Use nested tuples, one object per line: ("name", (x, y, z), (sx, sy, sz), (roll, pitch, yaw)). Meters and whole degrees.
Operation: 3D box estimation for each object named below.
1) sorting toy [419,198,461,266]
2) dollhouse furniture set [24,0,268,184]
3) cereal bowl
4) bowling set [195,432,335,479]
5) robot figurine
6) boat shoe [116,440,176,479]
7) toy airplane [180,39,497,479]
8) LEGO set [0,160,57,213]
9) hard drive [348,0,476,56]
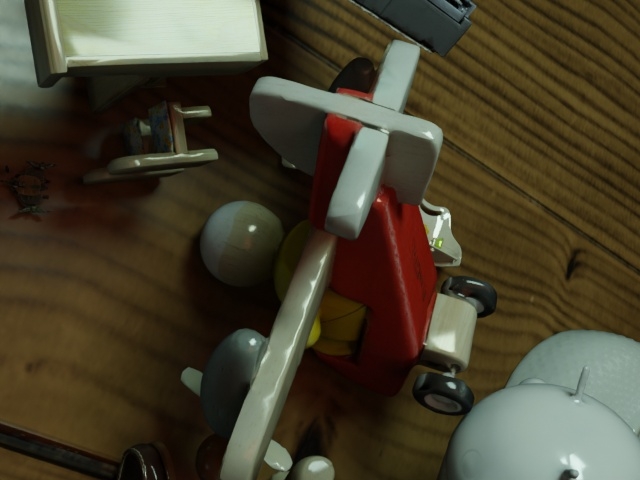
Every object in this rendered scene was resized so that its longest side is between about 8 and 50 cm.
("sorting toy", (0.128, -0.015, 0.961), (0.083, 0.045, 0.075), (27, 65, -27))
("dollhouse furniture set", (-0.176, -0.163, 0.658), (0.161, 0.242, 0.212), (-9, 91, -32))
("cereal bowl", (0.385, 0.285, 1.037), (0.339, 0.141, 0.338), (3, 83, -31))
("bowling set", (-0.046, 0.275, 0.783), (0.287, 0.154, 0.199), (-27, 76, -30))
("robot figurine", (0.211, 0.284, 0.816), (0.200, 0.353, 0.300), (8, 41, 1))
("boat shoe", (-0.169, 0.288, 0.721), (0.073, 0.073, 0.206), (2, 84, -34))
("toy airplane", (0.000, 0.000, 0.740), (0.386, 0.273, 0.384), (-17, 111, -64))
("LEGO set", (-0.271, -0.042, 0.722), (0.083, 0.023, 0.054), (-26, 97, -18))
("hard drive", (-0.027, -0.312, 0.719), (0.237, 0.339, 0.064), (13, 123, -50))
